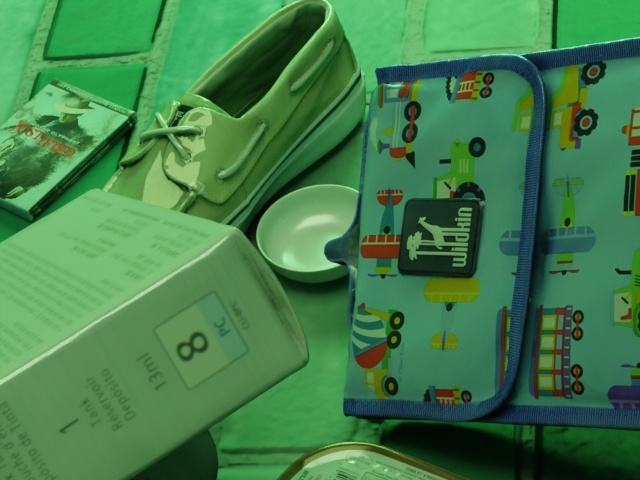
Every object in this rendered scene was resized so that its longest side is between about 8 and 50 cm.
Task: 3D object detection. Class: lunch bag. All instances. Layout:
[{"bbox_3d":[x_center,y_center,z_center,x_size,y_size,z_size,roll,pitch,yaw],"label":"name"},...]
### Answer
[{"bbox_3d":[0.135,0.001,1.178,0.293,0.138,0.221,-1,83,33],"label":"lunch bag"}]

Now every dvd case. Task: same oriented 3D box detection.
[{"bbox_3d":[-0.205,-0.069,1.464,0.087,0.013,0.119,24,54,32],"label":"dvd case"}]

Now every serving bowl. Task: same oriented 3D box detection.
[{"bbox_3d":[0.000,0.000,1.335,0.083,0.027,0.083,-7,45,7],"label":"serving bowl"}]

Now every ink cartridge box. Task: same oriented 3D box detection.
[{"bbox_3d":[-0.224,0.111,1.071,0.385,0.091,0.308,-34,16,-14],"label":"ink cartridge box"}]

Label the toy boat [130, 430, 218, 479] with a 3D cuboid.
[{"bbox_3d":[-0.155,0.232,1.051,0.267,0.148,0.318,21,54,30],"label":"toy boat"}]

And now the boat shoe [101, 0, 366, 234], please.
[{"bbox_3d":[-0.084,-0.058,1.359,0.109,0.094,0.302,16,49,36],"label":"boat shoe"}]

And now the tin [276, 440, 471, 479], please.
[{"bbox_3d":[0.051,0.178,1.138,0.189,0.040,0.106,18,56,29],"label":"tin"}]
